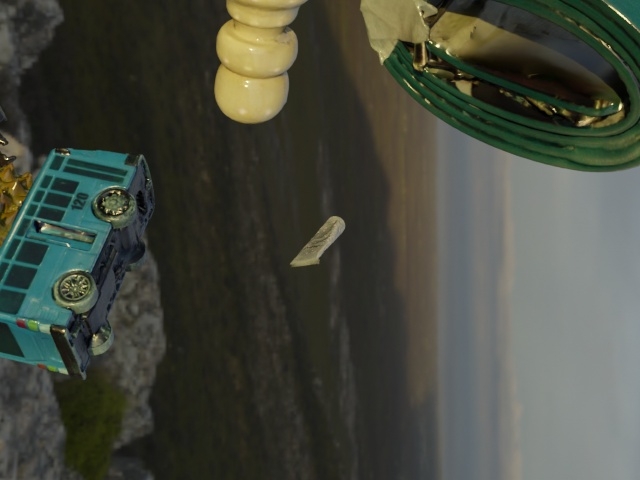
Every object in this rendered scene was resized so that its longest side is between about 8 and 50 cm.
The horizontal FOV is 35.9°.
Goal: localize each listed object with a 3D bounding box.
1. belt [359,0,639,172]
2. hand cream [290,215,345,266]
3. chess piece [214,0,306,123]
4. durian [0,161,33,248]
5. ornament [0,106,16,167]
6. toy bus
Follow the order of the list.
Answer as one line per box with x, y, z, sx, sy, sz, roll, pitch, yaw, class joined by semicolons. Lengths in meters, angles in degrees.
0.255;-0.256;1.183;0.173;0.436;0.300;-49;146;-29;belt
0.000;0.000;0.956;0.093;0.030;0.019;-47;125;-57;hand cream
-0.096;-0.324;1.525;0.167;0.166;0.300;-78;180;-55;chess piece
-0.462;-0.017;1.293;0.167;0.306;0.172;111;-12;-46;durian
-0.608;-0.171;1.564;0.106;0.251;0.261;-56;127;-67;ornament
-0.212;0.011;0.835;0.090;0.106;0.185;89;14;-55;toy bus
